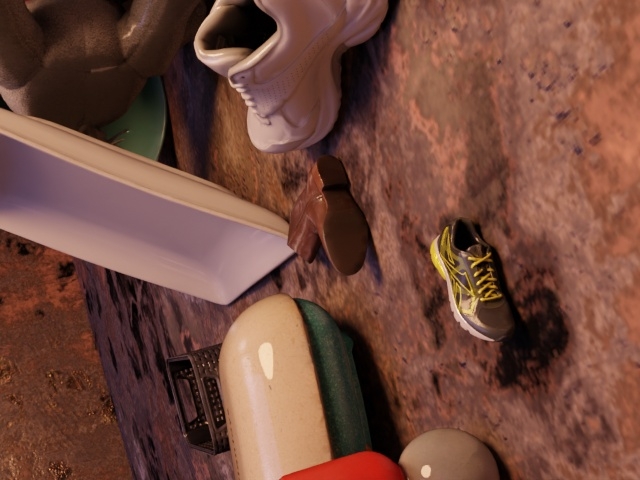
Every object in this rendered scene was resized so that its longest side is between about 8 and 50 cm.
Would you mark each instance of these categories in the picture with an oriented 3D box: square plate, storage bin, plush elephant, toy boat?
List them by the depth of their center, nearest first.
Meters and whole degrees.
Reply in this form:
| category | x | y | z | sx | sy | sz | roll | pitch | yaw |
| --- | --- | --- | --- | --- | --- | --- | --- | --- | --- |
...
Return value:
| category | x | y | z | sx | sy | sz | roll | pitch | yaw |
| --- | --- | --- | --- | --- | --- | --- | --- | --- | --- |
| toy boat | 0.015 | 0.171 | 0.689 | 0.318 | 0.148 | 0.268 | 167 | 94 | -76 |
| plush elephant | -0.273 | -0.251 | 0.935 | 0.330 | 0.271 | 0.255 | 105 | 144 | -52 |
| square plate | -0.218 | -0.030 | 0.936 | 0.347 | 0.344 | 0.049 | 143 | 146 | -67 |
| storage bin | -0.126 | 0.193 | 1.103 | 0.180 | 0.084 | 0.122 | 155 | 100 | -69 |

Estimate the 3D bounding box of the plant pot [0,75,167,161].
| category | x | y | z | sx | sy | sz | roll | pitch | yaw |
| --- | --- | --- | --- | --- | --- | --- | --- | --- | --- |
| plant pot | -0.392 | -0.177 | 1.186 | 0.235 | 0.293 | 0.293 | 11 | 114 | 52 |

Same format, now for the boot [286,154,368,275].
| category | x | y | z | sx | sy | sz | roll | pitch | yaw |
| --- | --- | --- | --- | --- | --- | --- | --- | --- | --- |
| boot | 0.000 | 0.000 | 0.728 | 0.114 | 0.037 | 0.106 | 124 | 142 | -58 |

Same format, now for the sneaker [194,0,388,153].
| category | x | y | z | sx | sy | sz | roll | pitch | yaw |
| --- | --- | --- | --- | --- | --- | --- | --- | --- | --- |
| sneaker | -0.039 | -0.136 | 0.635 | 0.232 | 0.115 | 0.090 | 116 | 136 | -59 |

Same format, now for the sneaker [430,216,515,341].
| category | x | y | z | sx | sy | sz | roll | pitch | yaw |
| --- | --- | --- | --- | --- | --- | --- | --- | --- | --- |
| sneaker | 0.091 | 0.022 | 0.523 | 0.035 | 0.031 | 0.083 | 104 | 145 | -50 |
